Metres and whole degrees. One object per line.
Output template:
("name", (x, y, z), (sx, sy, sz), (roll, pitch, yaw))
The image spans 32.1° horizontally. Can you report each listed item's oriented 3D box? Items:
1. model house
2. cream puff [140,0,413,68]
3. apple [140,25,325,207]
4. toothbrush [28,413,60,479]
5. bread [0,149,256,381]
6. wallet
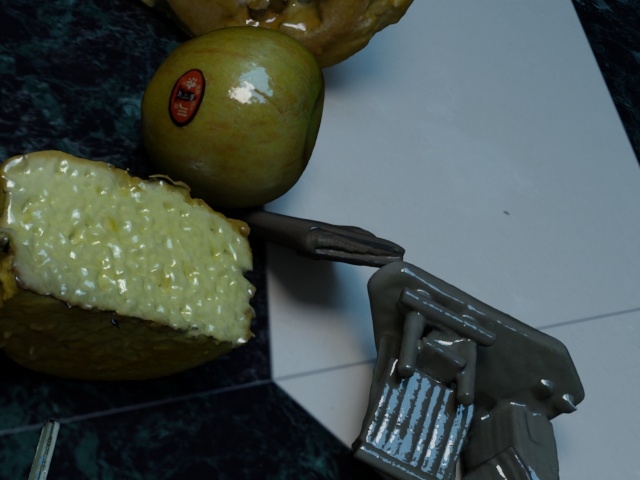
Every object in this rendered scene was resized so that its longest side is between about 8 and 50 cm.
("model house", (0.115, 0.149, 0.941), (0.229, 0.122, 0.188), (30, 40, -11))
("cream puff", (-0.048, -0.352, 1.226), (0.343, 0.327, 0.231), (-3, 40, 14))
("apple", (-0.082, -0.117, 1.036), (0.155, 0.182, 0.182), (11, 38, 8))
("toothbrush", (-0.199, 0.228, 0.698), (0.028, 0.026, 0.294), (31, 36, -28))
("bread", (-0.168, 0.033, 0.834), (0.229, 0.139, 0.143), (21, 43, -40))
("wallet", (0.000, 0.000, 1.021), (0.118, 0.038, 0.153), (11, 1, -27))
